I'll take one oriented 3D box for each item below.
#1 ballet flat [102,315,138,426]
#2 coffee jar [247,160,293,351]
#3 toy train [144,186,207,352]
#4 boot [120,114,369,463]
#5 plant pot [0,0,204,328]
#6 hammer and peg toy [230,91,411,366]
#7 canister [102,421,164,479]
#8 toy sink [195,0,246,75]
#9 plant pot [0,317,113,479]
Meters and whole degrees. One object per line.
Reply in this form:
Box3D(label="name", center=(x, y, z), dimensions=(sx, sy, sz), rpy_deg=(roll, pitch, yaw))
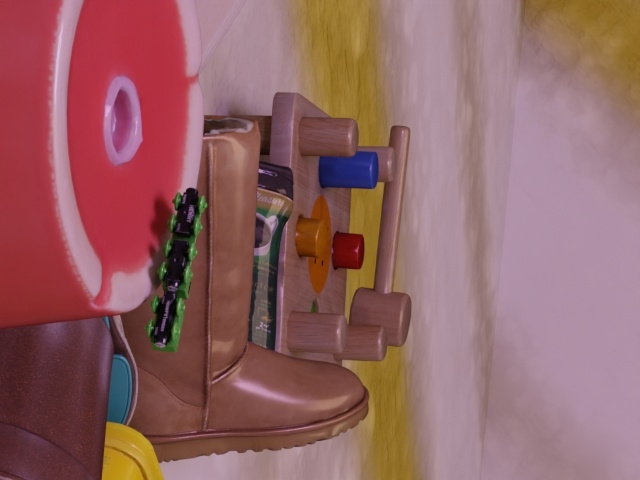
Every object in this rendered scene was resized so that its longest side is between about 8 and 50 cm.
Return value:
Box3D(label="ballet flat", center=(-0.165, 0.071, 1.384), dimensions=(0.052, 0.057, 0.168), rpy_deg=(-85, 174, -58))
Box3D(label="coffee jar", center=(-0.079, 0.016, 1.607), dimensions=(0.079, 0.096, 0.184), rpy_deg=(153, -52, -63))
Box3D(label="toy train", center=(-0.068, 0.015, 0.891), dimensions=(0.024, 0.017, 0.083), rpy_deg=(83, 16, -66))
Box3D(label="boot", center=(-0.063, 0.034, 1.480), dimensions=(0.236, 0.089, 0.270), rpy_deg=(-9, 110, -28))
Box3D(label="plant pot", center=(-0.200, -0.067, 0.889), dimensions=(0.275, 0.243, 0.275), rpy_deg=(4, 90, -75))
Box3D(label="hammer and peg toy", center=(0.000, 0.000, 1.837), dimensions=(0.361, 0.127, 0.266), rpy_deg=(20, 73, -75))
Box3D(label="canister", center=(-0.173, 0.237, 1.356), dimensions=(0.170, 0.073, 0.126), rpy_deg=(-69, 156, -44))
Box3D(label="toy sink", center=(-0.133, -0.188, 1.139), dimensions=(0.234, 0.152, 0.131), rpy_deg=(-58, 156, -15))
Box3D(label="plant pot", center=(-0.199, 0.118, 1.111), dimensions=(0.167, 0.167, 0.165), rpy_deg=(76, 14, -46))
